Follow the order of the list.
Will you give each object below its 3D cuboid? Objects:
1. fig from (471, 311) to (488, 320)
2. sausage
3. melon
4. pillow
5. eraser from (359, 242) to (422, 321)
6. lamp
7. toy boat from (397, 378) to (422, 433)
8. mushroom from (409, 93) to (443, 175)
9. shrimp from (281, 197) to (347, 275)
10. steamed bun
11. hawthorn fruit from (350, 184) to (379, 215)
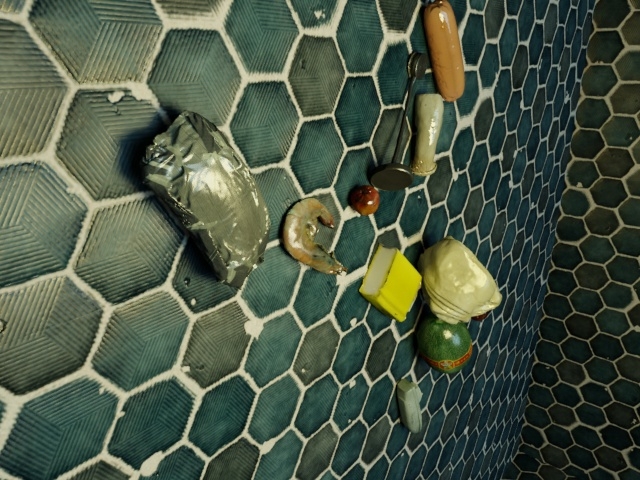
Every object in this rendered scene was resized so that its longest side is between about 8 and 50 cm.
[{"bbox_3d":[0.651,0.269,2.076,0.125,0.088,0.089,-73,152,-46],"label":"fig"},{"bbox_3d":[0.340,-0.511,1.366,0.086,0.086,0.289,-54,138,-25],"label":"sausage"},{"bbox_3d":[0.418,0.339,1.699,0.182,0.182,0.288,-52,136,-27],"label":"melon"},{"bbox_3d":[-0.175,-0.055,0.855,0.161,0.092,0.335,-48,137,-23],"label":"pillow"},{"bbox_3d":[0.207,0.127,1.441,0.226,0.069,0.158,41,67,-50],"label":"eraser"},{"bbox_3d":[0.239,-0.302,1.291,0.130,0.108,0.371,42,69,-54],"label":"lamp"},{"bbox_3d":[0.319,0.582,1.746,0.085,0.078,0.261,-30,125,-25],"label":"toy boat"},{"bbox_3d":[0.295,-0.290,1.392,0.081,0.092,0.223,0,103,-8],"label":"mushroom"},{"bbox_3d":[0.002,0.000,1.141,0.251,0.052,0.144,43,66,-49],"label":"shrimp"},{"bbox_3d":[0.412,0.139,1.573,0.203,0.276,0.289,-39,178,5],"label":"steamed bun"},{"bbox_3d":[0.110,-0.098,1.234,0.077,0.077,0.077,-23,120,-47],"label":"hawthorn fruit"}]
